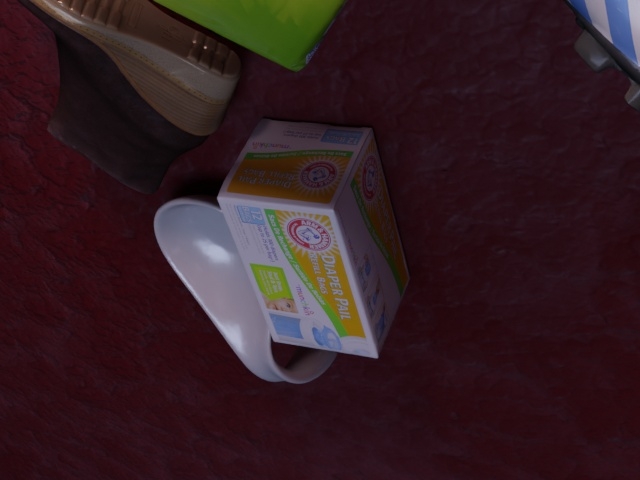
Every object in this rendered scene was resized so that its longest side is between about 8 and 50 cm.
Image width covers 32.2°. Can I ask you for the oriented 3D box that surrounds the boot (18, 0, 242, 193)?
[{"bbox_3d":[-0.207,-0.147,0.957,0.248,0.090,0.207,32,141,-15],"label":"boot"}]

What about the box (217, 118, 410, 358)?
[{"bbox_3d":[0.000,0.000,1.007,0.114,0.103,0.203,6,139,24],"label":"box"}]

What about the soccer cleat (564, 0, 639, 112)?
[{"bbox_3d":[0.154,-0.220,0.671,0.331,0.116,0.143,37,121,-14],"label":"soccer cleat"}]

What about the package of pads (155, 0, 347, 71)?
[{"bbox_3d":[-0.087,-0.235,0.571,0.296,0.101,0.229,24,152,-13],"label":"package of pads"}]

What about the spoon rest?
[{"bbox_3d":[-0.073,0.058,1.135,0.137,0.084,0.276,-2,136,35],"label":"spoon rest"}]
